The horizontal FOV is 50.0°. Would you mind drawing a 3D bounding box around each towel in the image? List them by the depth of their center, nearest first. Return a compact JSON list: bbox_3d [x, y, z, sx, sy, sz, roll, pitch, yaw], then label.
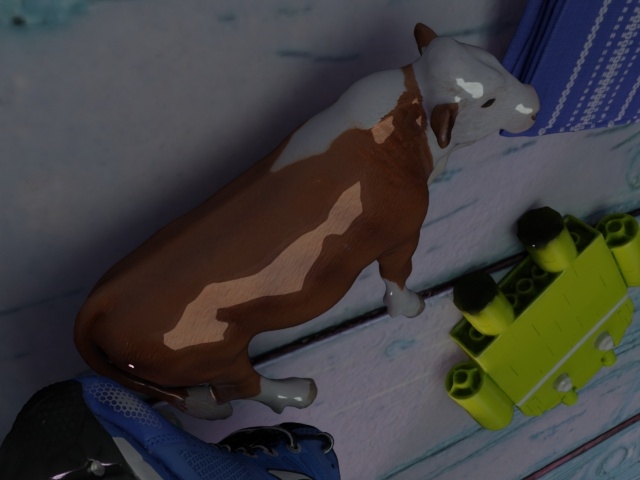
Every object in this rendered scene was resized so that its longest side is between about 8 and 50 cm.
[{"bbox_3d":[0.293,-0.197,0.509,0.336,0.040,0.243,-10,136,-24],"label":"towel"}]

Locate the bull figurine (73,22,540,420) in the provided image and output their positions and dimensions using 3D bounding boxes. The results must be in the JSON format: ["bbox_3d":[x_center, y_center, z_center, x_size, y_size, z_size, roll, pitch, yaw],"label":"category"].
[{"bbox_3d":[0.000,0.000,0.445,0.310,0.101,0.188,-32,138,-6],"label":"bull figurine"}]

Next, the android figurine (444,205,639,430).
[{"bbox_3d":[0.235,0.087,0.696,0.248,0.056,0.273,-44,132,-2],"label":"android figurine"}]

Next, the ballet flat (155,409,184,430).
[{"bbox_3d":[-0.161,0.196,0.501,0.168,0.052,0.057,-50,133,5],"label":"ballet flat"}]

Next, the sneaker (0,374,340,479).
[{"bbox_3d":[-0.063,0.170,0.424,0.130,0.147,0.330,-13,135,18],"label":"sneaker"}]
